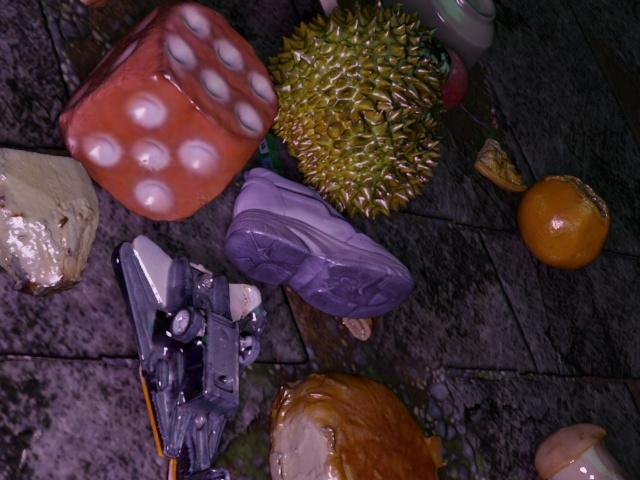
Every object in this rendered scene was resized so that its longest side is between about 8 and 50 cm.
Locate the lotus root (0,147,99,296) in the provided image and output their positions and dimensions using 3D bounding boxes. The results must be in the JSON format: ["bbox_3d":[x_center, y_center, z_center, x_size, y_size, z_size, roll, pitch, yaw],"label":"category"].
[{"bbox_3d":[-0.269,-0.020,1.350,0.143,0.070,0.144,-1,62,-52],"label":"lotus root"}]

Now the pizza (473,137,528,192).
[{"bbox_3d":[0.281,-0.130,2.218,0.123,0.026,0.109,24,41,-39],"label":"pizza"}]

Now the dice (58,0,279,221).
[{"bbox_3d":[-0.160,-0.144,1.509,0.175,0.179,0.174,41,34,-16],"label":"dice"}]

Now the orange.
[{"bbox_3d":[0.381,-0.031,2.156,0.154,0.134,0.155,35,42,-38],"label":"orange"}]

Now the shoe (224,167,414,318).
[{"bbox_3d":[0.000,0.000,1.649,0.245,0.095,0.138,22,44,-22],"label":"shoe"}]

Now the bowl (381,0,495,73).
[{"bbox_3d":[0.208,-0.375,2.272,0.211,0.112,0.211,34,35,-29],"label":"bowl"}]

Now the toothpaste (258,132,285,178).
[{"bbox_3d":[-0.062,-0.099,1.746,0.020,0.017,0.083,15,49,-43],"label":"toothpaste"}]

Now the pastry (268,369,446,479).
[{"bbox_3d":[0.035,0.238,1.482,0.229,0.100,0.218,57,36,-6],"label":"pastry"}]

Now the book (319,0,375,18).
[{"bbox_3d":[0.022,-0.408,1.975,0.269,0.032,0.389,-85,158,-47],"label":"book"}]

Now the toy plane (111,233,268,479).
[{"bbox_3d":[-0.120,0.156,1.351,0.204,0.103,0.316,27,41,-38],"label":"toy plane"}]

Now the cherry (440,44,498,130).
[{"bbox_3d":[0.202,-0.241,2.167,0.225,0.090,0.107,26,25,-52],"label":"cherry"}]

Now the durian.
[{"bbox_3d":[0.045,-0.179,1.777,0.291,0.224,0.291,11,90,-67],"label":"durian"}]

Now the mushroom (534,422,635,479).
[{"bbox_3d":[0.395,0.388,1.796,0.329,0.122,0.159,57,23,5],"label":"mushroom"}]

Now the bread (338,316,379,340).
[{"bbox_3d":[0.055,0.083,1.713,0.047,0.036,0.083,48,35,-14],"label":"bread"}]

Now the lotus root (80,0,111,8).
[{"bbox_3d":[-0.245,-0.357,1.664,0.095,0.135,0.159,15,62,-47],"label":"lotus root"}]
